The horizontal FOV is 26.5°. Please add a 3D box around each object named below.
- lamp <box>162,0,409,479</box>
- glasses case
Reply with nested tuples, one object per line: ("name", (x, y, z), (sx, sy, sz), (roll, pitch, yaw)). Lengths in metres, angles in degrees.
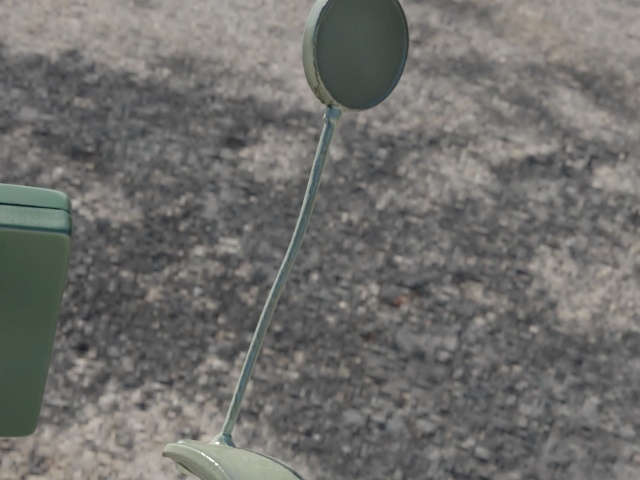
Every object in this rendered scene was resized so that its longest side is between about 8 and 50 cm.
("lamp", (0.000, 0.000, 0.487), (0.056, 0.198, 0.050), (12, -8, 46))
("glasses case", (-0.201, 0.047, 0.827), (0.077, 0.184, 0.039), (5, 41, -17))
